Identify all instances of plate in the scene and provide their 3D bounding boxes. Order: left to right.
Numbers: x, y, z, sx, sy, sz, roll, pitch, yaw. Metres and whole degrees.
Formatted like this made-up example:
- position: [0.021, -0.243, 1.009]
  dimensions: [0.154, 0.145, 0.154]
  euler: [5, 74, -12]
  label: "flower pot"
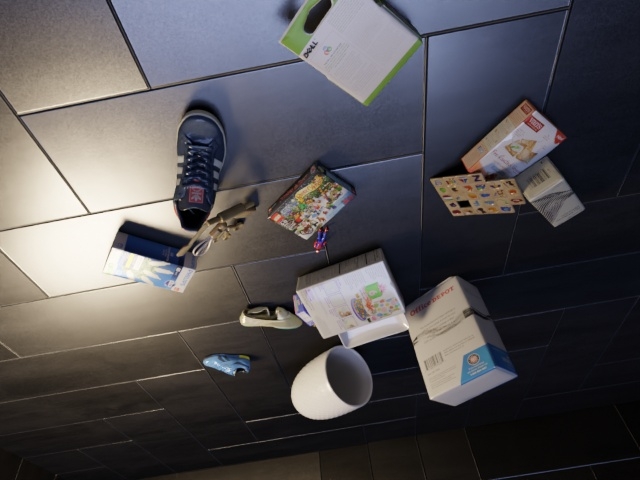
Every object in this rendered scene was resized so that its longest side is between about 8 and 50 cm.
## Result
- position: [0.172, 0.268, 1.687]
  dimensions: [0.277, 0.045, 0.278]
  euler: [-21, 110, 13]
  label: "plate"

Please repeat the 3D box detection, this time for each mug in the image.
- position: [0.059, 0.664, 2.010]
  dimensions: [0.374, 0.276, 0.328]
  euler: [-7, 153, -48]
  label: "mug"

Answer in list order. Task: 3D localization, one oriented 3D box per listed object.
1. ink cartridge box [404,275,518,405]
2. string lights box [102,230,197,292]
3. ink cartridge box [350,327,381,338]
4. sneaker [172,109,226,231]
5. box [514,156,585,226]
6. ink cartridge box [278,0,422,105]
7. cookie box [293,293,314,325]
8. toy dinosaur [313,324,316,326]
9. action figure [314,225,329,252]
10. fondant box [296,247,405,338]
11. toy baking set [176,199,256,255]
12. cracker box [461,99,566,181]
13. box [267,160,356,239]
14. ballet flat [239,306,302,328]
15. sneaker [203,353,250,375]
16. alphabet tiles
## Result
- position: [0.517, 0.380, 1.661]
  dimensions: [0.166, 0.394, 0.285]
  euler: [27, 127, -34]
  label: "ink cartridge box"
- position: [-0.552, 0.074, 1.415]
  dimensions: [0.260, 0.076, 0.133]
  euler: [19, 129, -26]
  label: "string lights box"
- position: [0.187, 0.355, 1.796]
  dimensions: [0.135, 0.099, 0.056]
  euler: [-20, 137, 13]
  label: "ink cartridge box"
- position: [-0.324, -0.165, 1.148]
  dimensions: [0.131, 0.148, 0.350]
  euler: [5, 135, -13]
  label: "sneaker"
- position: [0.700, -0.141, 1.317]
  dimensions: [0.113, 0.094, 0.275]
  euler: [-39, 142, 28]
  label: "box"
- position: [0.063, -0.451, 0.948]
  dimensions: [0.255, 0.097, 0.189]
  euler: [26, 127, -28]
  label: "ink cartridge box"
- position: [-0.058, 0.266, 1.675]
  dimensions: [0.040, 0.091, 0.107]
  euler: [-27, 132, 15]
  label: "cookie box"
- position: [0.016, 0.311, 1.761]
  dimensions: [0.093, 0.053, 0.183]
  euler: [4, 135, -10]
  label: "toy dinosaur"
- position: [0.000, 0.000, 1.455]
  dimensions: [0.038, 0.030, 0.115]
  euler: [0, 138, -15]
  label: "action figure"
- position: [0.112, 0.197, 1.576]
  dimensions: [0.330, 0.096, 0.238]
  euler: [-20, 115, 14]
  label: "fondant box"
- position: [-0.294, -0.028, 1.274]
  dimensions: [0.256, 0.030, 0.196]
  euler: [-30, 164, -41]
  label: "toy baking set"
- position: [0.546, -0.262, 1.233]
  dimensions: [0.156, 0.067, 0.232]
  euler: [23, 128, -29]
  label: "cracker box"
- position: [-0.028, -0.114, 1.319]
  dimensions: [0.159, 0.044, 0.233]
  euler: [28, 126, -32]
  label: "box"
- position: [-0.192, 0.300, 1.707]
  dimensions: [0.249, 0.086, 0.086]
  euler: [2, 135, -9]
  label: "ballet flat"
- position: [-0.419, 0.558, 1.935]
  dimensions: [0.209, 0.082, 0.069]
  euler: [5, 137, -12]
  label: "sneaker"
- position: [0.479, -0.138, 1.308]
  dimensions: [0.237, 0.009, 0.198]
  euler: [-2, 147, 40]
  label: "alphabet tiles"
